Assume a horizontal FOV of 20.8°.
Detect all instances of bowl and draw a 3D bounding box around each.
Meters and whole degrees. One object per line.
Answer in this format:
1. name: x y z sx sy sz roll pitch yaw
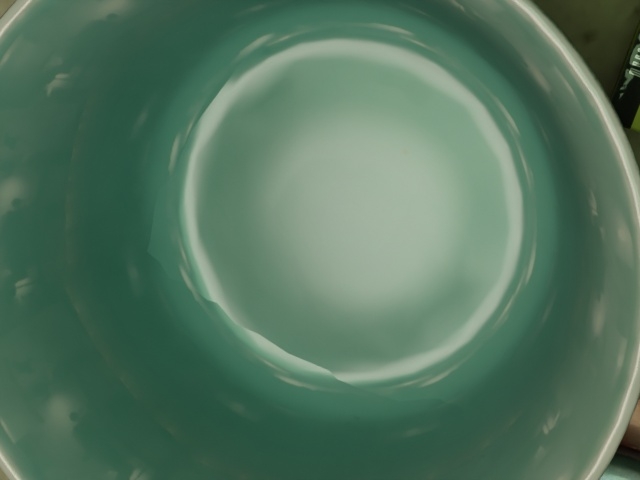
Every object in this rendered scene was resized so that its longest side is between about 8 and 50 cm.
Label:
1. bowl: 0.000 0.000 0.785 0.311 0.163 0.312 3 102 15

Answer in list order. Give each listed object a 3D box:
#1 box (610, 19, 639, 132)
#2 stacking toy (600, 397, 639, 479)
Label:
1. box: 0.248 -0.053 0.762 0.232 0.058 0.087 21 106 10
2. stacking toy: 0.222 0.182 0.782 0.279 0.130 0.309 -39 90 19
